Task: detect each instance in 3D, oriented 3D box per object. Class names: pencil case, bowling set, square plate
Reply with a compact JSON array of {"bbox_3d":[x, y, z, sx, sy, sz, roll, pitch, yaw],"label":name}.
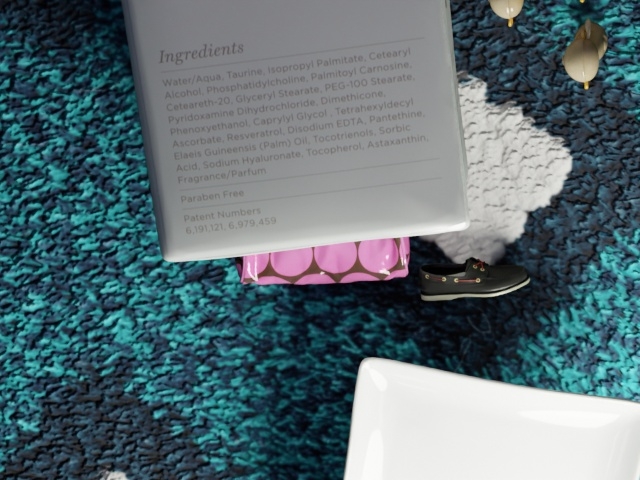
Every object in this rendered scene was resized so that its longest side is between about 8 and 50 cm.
[{"bbox_3d":[0.000,0.000,1.882,0.209,0.095,0.098,-5,137,3],"label":"pencil case"},{"bbox_3d":[0.227,-0.312,1.756,0.200,0.154,0.287,2,112,15],"label":"bowling set"},{"bbox_3d":[0.191,0.324,1.884,0.344,0.049,0.347,10,102,2],"label":"square plate"}]

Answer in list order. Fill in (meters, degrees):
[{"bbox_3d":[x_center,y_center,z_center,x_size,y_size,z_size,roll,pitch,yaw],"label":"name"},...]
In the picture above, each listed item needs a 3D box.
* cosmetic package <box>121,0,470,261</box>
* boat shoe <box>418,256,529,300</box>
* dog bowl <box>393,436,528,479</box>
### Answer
[{"bbox_3d":[-0.019,-0.213,1.715,0.328,0.329,0.393,-6,102,6],"label":"cosmetic package"},{"bbox_3d":[0.183,0.043,1.899,0.133,0.049,0.042,-5,110,9],"label":"boat shoe"},{"bbox_3d":[0.144,0.332,1.952,0.166,0.074,0.297,21,102,-1],"label":"dog bowl"}]
